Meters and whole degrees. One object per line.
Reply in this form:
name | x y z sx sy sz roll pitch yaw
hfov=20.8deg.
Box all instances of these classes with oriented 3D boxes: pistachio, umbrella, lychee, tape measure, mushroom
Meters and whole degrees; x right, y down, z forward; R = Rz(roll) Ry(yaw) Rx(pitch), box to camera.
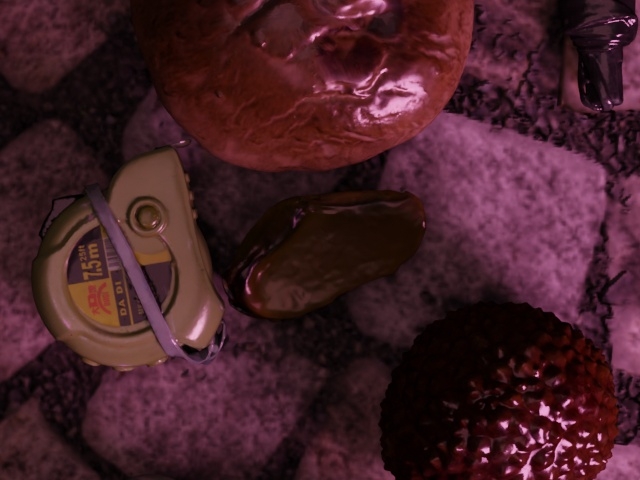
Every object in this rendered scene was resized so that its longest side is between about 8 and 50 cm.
pistachio | 0.000 0.000 1.379 0.173 0.049 0.089 -25 109 7
umbrella | 0.215 -0.217 1.339 0.066 0.059 0.235 -4 88 26
lychee | 0.133 0.134 1.296 0.188 0.188 0.188 0 91 9
tape measure | -0.152 0.025 1.383 0.154 0.087 0.177 -16 90 -3
mushroom | -0.014 -0.186 1.331 0.278 0.146 0.278 0 94 2

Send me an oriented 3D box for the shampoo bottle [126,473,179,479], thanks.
shampoo bottle | -0.156 0.370 1.356 0.222 0.151 0.349 28 94 2
